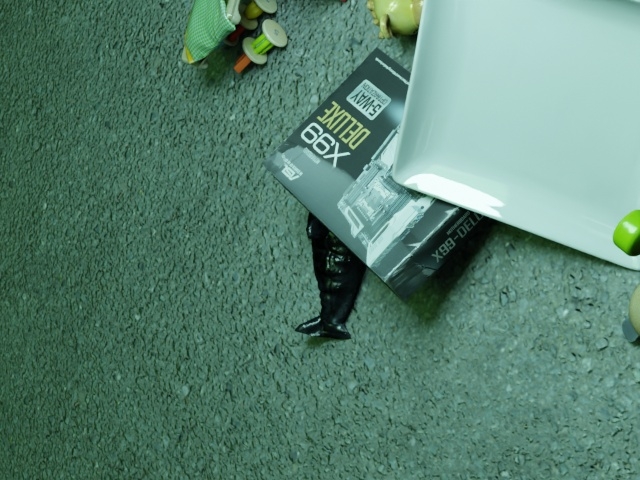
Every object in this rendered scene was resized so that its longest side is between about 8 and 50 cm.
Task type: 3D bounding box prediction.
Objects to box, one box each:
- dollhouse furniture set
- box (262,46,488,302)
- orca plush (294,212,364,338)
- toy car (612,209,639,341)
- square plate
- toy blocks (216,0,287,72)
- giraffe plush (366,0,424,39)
[{"bbox_3d":[-0.197,-0.453,1.897,0.197,0.151,0.301,143,143,-62],"label":"dollhouse furniture set"},{"bbox_3d":[0.097,-0.098,1.642,0.242,0.076,0.307,-45,51,0],"label":"box"},{"bbox_3d":[0.000,0.000,1.757,0.151,0.102,0.287,22,98,44],"label":"orca plush"},{"bbox_3d":[0.414,0.070,1.361,0.155,0.149,0.188,46,142,37],"label":"toy car"},{"bbox_3d":[0.271,-0.162,1.402,0.344,0.049,0.347,21,129,16],"label":"square plate"},{"bbox_3d":[-0.131,-0.335,1.975,0.148,0.054,0.123,-34,61,35],"label":"toy blocks"},{"bbox_3d":[0.128,-0.369,1.673,0.210,0.181,0.170,14,107,43],"label":"giraffe plush"}]
